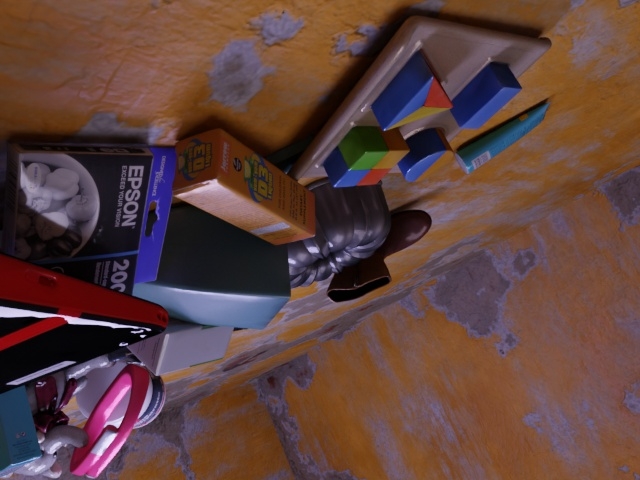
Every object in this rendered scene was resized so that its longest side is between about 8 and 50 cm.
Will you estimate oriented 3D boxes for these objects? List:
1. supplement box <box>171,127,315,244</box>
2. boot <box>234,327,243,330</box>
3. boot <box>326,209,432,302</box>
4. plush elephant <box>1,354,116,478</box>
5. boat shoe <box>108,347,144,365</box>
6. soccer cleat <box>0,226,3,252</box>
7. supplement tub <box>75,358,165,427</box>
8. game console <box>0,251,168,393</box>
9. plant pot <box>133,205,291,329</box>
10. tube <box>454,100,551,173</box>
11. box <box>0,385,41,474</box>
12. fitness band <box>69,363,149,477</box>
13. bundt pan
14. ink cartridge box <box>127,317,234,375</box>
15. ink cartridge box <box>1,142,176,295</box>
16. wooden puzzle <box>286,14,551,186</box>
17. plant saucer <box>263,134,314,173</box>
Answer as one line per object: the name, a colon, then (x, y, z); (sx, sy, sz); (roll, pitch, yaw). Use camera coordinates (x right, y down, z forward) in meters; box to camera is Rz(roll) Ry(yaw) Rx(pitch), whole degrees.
supplement box: (-0.096, -0.065, 0.775); (0.080, 0.077, 0.233); (-12, 158, 30)
boot: (-0.257, 0.222, 1.523); (0.207, 0.094, 0.246); (-19, 169, -32)
boot: (0.144, 0.028, 1.307); (0.264, 0.096, 0.280); (-16, -165, 10)
plush elephant: (-0.636, 0.406, 1.269); (0.330, 0.255, 0.272); (-25, 164, 2)
boat shoe: (-0.449, 0.272, 1.398); (0.095, 0.078, 0.254); (-8, 165, 6)
soccer cleat: (-0.417, 0.087, 0.830); (0.109, 0.116, 0.318); (-16, 162, -24)
supplement tub: (-0.556, 0.429, 1.575); (0.191, 0.191, 0.272); (-22, 164, -10)
game console: (-0.418, 0.111, 0.602); (0.387, 0.060, 0.342); (-21, 158, 17)
plant pot: (-0.189, 0.042, 0.905); (0.235, 0.165, 0.165); (4, 153, -21)
tube: (0.382, -0.214, 1.163); (0.207, 0.052, 0.080); (-31, 168, 5)
box: (-0.583, 0.291, 1.002); (0.101, 0.244, 0.060); (-31, 162, 20)
fitness band: (-0.489, 0.418, 1.304); (0.054, 0.209, 0.290); (32, 111, -23)
bundt pan: (0.000, 0.000, 1.148); (0.331, 0.124, 0.331); (-22, 165, -7)
ink cartridge box: (-0.282, 0.138, 1.006); (0.153, 0.209, 0.086); (-3, 117, -51)
ink cartridge box: (-0.267, -0.015, 0.679); (0.208, 0.045, 0.206); (-8, 123, -45)
wooden puzzle: (0.155, -0.179, 0.847); (0.348, 0.080, 0.322); (-14, 158, -39)
plant saucer: (-0.091, -0.105, 0.874); (0.192, 0.018, 0.067); (-24, 164, 1)
